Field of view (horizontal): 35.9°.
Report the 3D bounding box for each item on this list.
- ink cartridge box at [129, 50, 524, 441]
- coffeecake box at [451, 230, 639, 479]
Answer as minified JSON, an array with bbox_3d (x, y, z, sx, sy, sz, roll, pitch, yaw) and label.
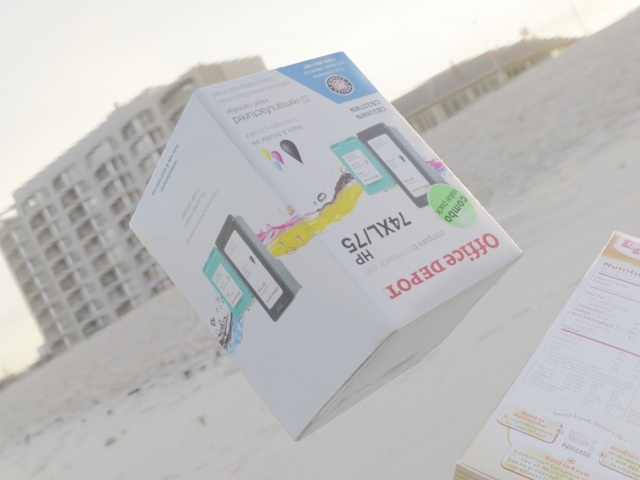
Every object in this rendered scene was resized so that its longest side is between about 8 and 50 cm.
[{"bbox_3d":[0.000,0.000,0.920,0.198,0.270,0.197,-25,-21,-43],"label":"ink cartridge box"},{"bbox_3d":[0.112,0.102,0.412,0.068,0.142,0.185,21,35,24],"label":"coffeecake box"}]
